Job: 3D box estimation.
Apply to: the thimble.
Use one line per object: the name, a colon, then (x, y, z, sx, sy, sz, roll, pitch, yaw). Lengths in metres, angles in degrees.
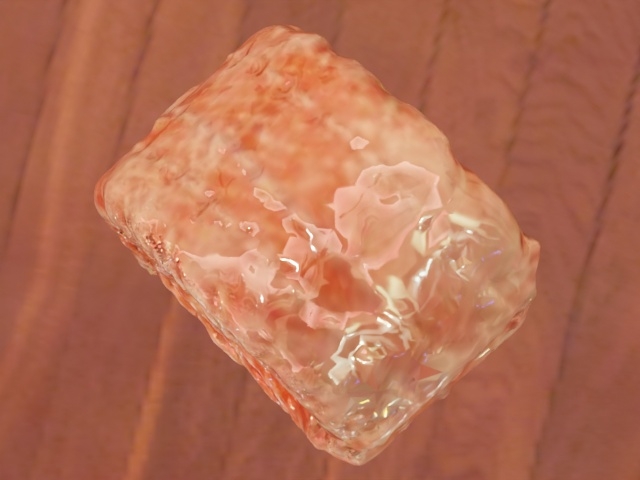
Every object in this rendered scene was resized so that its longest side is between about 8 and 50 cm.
thimble: (0.000, 0.000, 1.099, 0.162, 0.239, 0.239, -44, 68, -7)
